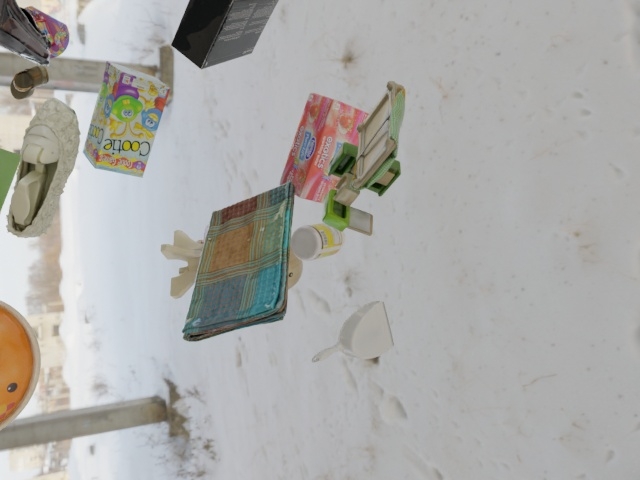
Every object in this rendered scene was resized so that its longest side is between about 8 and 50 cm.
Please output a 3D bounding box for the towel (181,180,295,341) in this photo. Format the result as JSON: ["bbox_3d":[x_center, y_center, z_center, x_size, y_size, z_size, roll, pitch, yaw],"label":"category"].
[{"bbox_3d":[-0.184,0.041,1.215,0.271,0.040,0.370,-18,48,25],"label":"towel"}]

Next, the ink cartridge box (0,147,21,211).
[{"bbox_3d":[-0.698,-0.081,1.010,0.056,0.171,0.235,17,-89,-81],"label":"ink cartridge box"}]

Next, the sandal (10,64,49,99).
[{"bbox_3d":[-0.877,-0.472,1.562,0.180,0.049,0.072,-12,104,32],"label":"sandal"}]

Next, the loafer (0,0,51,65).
[{"bbox_3d":[-0.561,-0.396,0.980,0.095,0.109,0.302,-64,17,4],"label":"loafer"}]

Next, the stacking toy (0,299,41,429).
[{"bbox_3d":[-0.840,0.282,1.070,0.480,0.350,0.350,126,139,-82],"label":"stacking toy"}]

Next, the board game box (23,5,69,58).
[{"bbox_3d":[-0.917,-0.685,1.725,0.033,0.168,0.133,10,77,60],"label":"board game box"}]

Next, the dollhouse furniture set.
[{"bbox_3d":[0.139,-0.161,1.136,0.301,0.151,0.197,130,154,-49],"label":"dollhouse furniture set"}]

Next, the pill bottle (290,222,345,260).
[{"bbox_3d":[0.000,0.000,1.788,0.117,0.215,0.117,4,97,30],"label":"pill bottle"}]

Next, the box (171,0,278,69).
[{"bbox_3d":[-0.227,-0.546,1.296,0.103,0.261,0.184,36,124,2],"label":"box"}]

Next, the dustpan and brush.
[{"bbox_3d":[0.074,0.248,1.285,0.060,0.211,0.147,15,127,52],"label":"dustpan and brush"}]

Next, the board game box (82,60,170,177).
[{"bbox_3d":[-0.556,-0.341,1.498,0.142,0.144,0.275,38,112,44],"label":"board game box"}]

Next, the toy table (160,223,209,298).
[{"bbox_3d":[-0.432,0.076,1.813,0.252,0.161,0.274,80,-176,-51],"label":"toy table"}]

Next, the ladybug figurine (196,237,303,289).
[{"bbox_3d":[-0.289,0.063,2.125,0.162,0.449,0.305,106,175,-66],"label":"ladybug figurine"}]

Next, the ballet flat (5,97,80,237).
[{"bbox_3d":[-0.768,-0.185,1.440,0.147,0.147,0.409,40,114,56],"label":"ballet flat"}]

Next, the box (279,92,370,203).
[{"bbox_3d":[0.012,-0.271,1.585,0.142,0.154,0.300,36,109,51],"label":"box"}]
